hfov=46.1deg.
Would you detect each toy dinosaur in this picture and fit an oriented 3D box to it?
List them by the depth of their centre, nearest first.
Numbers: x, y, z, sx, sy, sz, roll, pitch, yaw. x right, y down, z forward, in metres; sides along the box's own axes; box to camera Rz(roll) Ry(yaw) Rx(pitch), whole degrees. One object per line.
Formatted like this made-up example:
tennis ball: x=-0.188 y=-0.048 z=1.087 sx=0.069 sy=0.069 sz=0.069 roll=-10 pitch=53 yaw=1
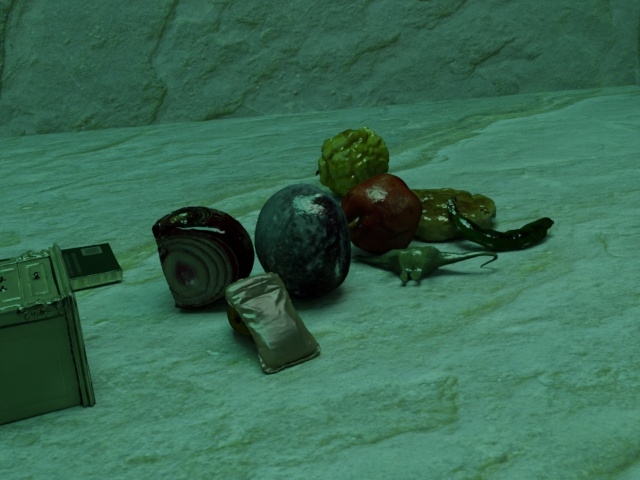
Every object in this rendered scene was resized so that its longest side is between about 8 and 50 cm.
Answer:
toy dinosaur: x=0.235 y=0.046 z=1.799 sx=0.363 sy=0.076 sz=0.147 roll=-3 pitch=9 yaw=18

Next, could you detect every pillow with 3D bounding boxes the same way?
pillow: x=-0.095 y=0.155 z=1.483 sx=0.135 sy=0.034 sz=0.211 roll=-17 pitch=63 yaw=-30

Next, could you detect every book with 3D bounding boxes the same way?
book: x=-0.707 y=0.082 z=1.907 sx=0.371 sy=0.043 sz=0.260 roll=-10 pitch=20 yaw=-20

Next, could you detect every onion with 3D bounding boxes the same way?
onion: x=-0.251 y=0.023 z=1.722 sx=0.207 sy=0.216 sz=0.206 roll=-7 pitch=22 yaw=7

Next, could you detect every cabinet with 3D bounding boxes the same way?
cabinet: x=-0.609 y=0.177 z=1.377 sx=0.318 sy=0.227 sz=0.290 roll=-11 pitch=23 yaw=-20

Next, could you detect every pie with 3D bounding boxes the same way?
pie: x=0.328 y=-0.082 z=2.123 sx=0.340 sy=0.083 sz=0.339 roll=-1 pitch=20 yaw=0

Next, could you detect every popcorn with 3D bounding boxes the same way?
popcorn: x=0.100 y=-0.244 z=2.393 sx=0.249 sy=0.249 sz=0.225 roll=-21 pitch=10 yaw=-38

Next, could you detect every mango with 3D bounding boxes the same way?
mango: x=-0.142 y=0.148 z=1.580 sx=0.111 sy=0.089 sz=0.163 roll=4 pitch=9 yaw=-12

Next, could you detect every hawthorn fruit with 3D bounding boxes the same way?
hawthorn fruit: x=0.128 y=-0.058 z=1.899 sx=0.208 sy=0.207 sz=0.243 roll=15 pitch=22 yaw=40

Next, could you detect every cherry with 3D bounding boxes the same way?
cherry: x=-0.038 y=0.002 z=1.712 sx=0.218 sy=0.296 sz=0.255 roll=-10 pitch=51 yaw=-14

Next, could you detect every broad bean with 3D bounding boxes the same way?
broad bean: x=0.468 y=-0.033 z=1.950 sx=0.292 sy=0.049 sz=0.144 roll=11 pitch=53 yaw=-1
